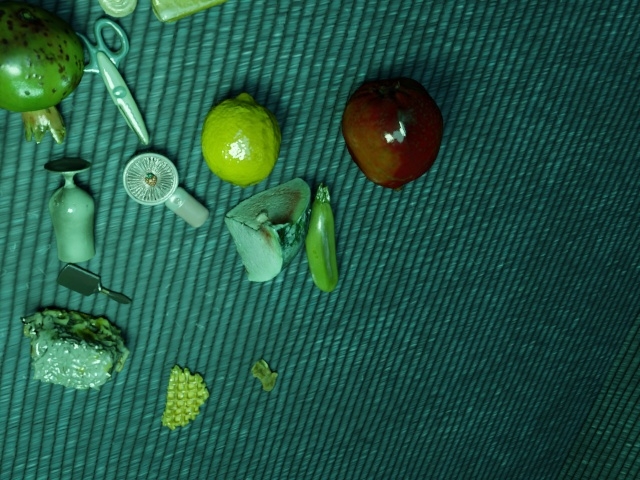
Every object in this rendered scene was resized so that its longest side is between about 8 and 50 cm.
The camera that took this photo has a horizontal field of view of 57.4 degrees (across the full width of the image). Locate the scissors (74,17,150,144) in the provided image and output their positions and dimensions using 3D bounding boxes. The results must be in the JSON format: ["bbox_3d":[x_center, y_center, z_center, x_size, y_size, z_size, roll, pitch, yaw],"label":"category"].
[{"bbox_3d":[-0.461,-0.349,1.330,0.138,0.041,0.289,-28,118,-13],"label":"scissors"}]

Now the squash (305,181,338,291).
[{"bbox_3d":[0.000,0.000,1.631,0.094,0.094,0.341,-13,118,-16],"label":"squash"}]

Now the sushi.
[{"bbox_3d":[-0.614,0.265,1.451,0.274,0.184,0.140,19,103,-25],"label":"sushi"}]

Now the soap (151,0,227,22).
[{"bbox_3d":[-0.242,-0.617,1.275,0.314,0.091,0.199,-24,117,-11],"label":"soap"}]

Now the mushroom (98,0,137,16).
[{"bbox_3d":[-0.436,-0.522,1.252,0.083,0.067,0.084,-5,114,-11],"label":"mushroom"}]

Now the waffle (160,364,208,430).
[{"bbox_3d":[-0.409,0.460,1.692,0.160,0.046,0.192,39,94,-32],"label":"waffle"}]

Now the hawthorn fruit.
[{"bbox_3d":[0.189,-0.260,1.503,0.265,0.265,0.307,-27,129,-8],"label":"hawthorn fruit"}]

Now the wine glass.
[{"bbox_3d":[-0.580,-0.067,1.369,0.103,0.103,0.231,-4,115,-19],"label":"wine glass"}]

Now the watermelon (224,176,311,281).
[{"bbox_3d":[-0.130,-0.060,1.506,0.213,0.320,0.290,23,70,-2],"label":"watermelon"}]

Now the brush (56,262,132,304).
[{"bbox_3d":[-0.575,0.122,1.502,0.193,0.016,0.063,32,98,-28],"label":"brush"}]

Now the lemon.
[{"bbox_3d":[-0.190,-0.236,1.397,0.192,0.192,0.231,-4,111,-19],"label":"lemon"}]

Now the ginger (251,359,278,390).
[{"bbox_3d":[-0.171,0.402,1.763,0.057,0.044,0.137,-50,131,-30],"label":"ginger"}]

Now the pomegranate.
[{"bbox_3d":[-0.606,-0.329,1.181,0.230,0.231,0.286,7,114,-23],"label":"pomegranate"}]

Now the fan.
[{"bbox_3d":[-0.374,-0.120,1.443,0.130,0.074,0.244,-47,120,2],"label":"fan"}]
